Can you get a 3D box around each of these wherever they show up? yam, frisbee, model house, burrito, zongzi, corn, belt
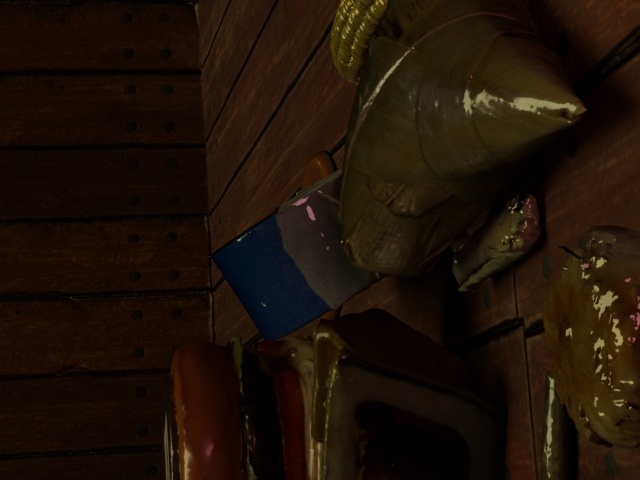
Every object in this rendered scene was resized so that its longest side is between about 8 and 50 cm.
[{"bbox_3d":[0.192,0.220,1.230,0.027,0.029,0.234,-31,-60,-72],"label":"yam"},{"bbox_3d":[0.000,0.000,2.138,0.251,0.021,0.251,178,90,-77],"label":"frisbee"},{"bbox_3d":[0.062,0.195,1.484,0.239,0.173,0.268,-126,39,-68],"label":"model house"},{"bbox_3d":[0.153,0.005,1.343,0.171,0.042,0.051,134,151,-68],"label":"burrito"},{"bbox_3d":[0.112,-0.052,1.240,0.300,0.145,0.274,-117,37,-57],"label":"zongzi"},{"bbox_3d":[0.067,-0.237,1.612,0.292,0.101,0.101,114,152,-73],"label":"corn"},{"bbox_3d":[0.002,0.003,1.592,0.117,0.212,0.347,58,-179,-2],"label":"belt"}]

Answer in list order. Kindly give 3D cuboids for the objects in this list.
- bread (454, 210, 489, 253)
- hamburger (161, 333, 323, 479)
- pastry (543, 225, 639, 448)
[{"bbox_3d":[0.132,-0.062,1.466,0.068,0.028,0.154,100,164,-46],"label":"bread"},{"bbox_3d":[-0.078,0.280,1.989,0.330,0.250,0.330,180,90,-82],"label":"hamburger"},{"bbox_3d":[0.201,0.065,1.023,0.153,0.081,0.153,169,90,-73],"label":"pastry"}]
